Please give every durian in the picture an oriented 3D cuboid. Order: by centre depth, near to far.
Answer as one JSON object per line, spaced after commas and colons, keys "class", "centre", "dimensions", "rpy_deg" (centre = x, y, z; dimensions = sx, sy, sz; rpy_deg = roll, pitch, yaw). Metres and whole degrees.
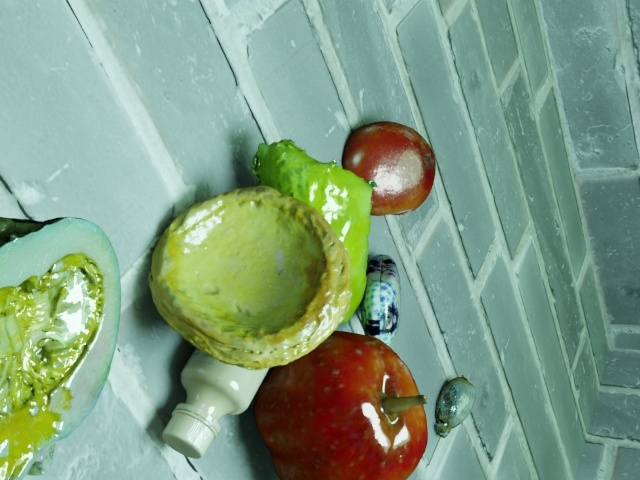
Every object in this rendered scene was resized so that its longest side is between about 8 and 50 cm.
{"class": "durian", "centre": [0.000, 0.000, 1.268], "dimensions": [0.256, 0.205, 0.339], "rpy_deg": [-13, 102, -67]}

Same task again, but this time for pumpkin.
{"class": "pumpkin", "centre": [-0.360, 0.104, 0.746], "dimensions": [0.293, 0.197, 0.263], "rpy_deg": [-40, 135, -57]}

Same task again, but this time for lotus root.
{"class": "lotus root", "centre": [0.332, 0.411, 1.865], "dimensions": [0.165, 0.088, 0.088], "rpy_deg": [-59, 136, -23]}

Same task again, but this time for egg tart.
{"class": "egg tart", "centre": [-0.096, 0.061, 1.085], "dimensions": [0.123, 0.294, 0.294], "rpy_deg": [87, 21, -59]}

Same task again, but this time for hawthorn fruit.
{"class": "hawthorn fruit", "centre": [0.055, 0.279, 1.217], "dimensions": [0.287, 0.330, 0.287], "rpy_deg": [14, 66, -33]}

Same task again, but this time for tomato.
{"class": "tomato", "centre": [0.160, -0.152, 1.555], "dimensions": [0.233, 0.140, 0.200], "rpy_deg": [-11, 93, -55]}

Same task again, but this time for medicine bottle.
{"class": "medicine bottle", "centre": [-0.146, 0.202, 1.125], "dimensions": [0.114, 0.114, 0.252], "rpy_deg": [60, 44, -37]}

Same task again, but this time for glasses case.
{"class": "glasses case", "centre": [0.117, 0.111, 1.451], "dimensions": [0.327, 0.076, 0.125], "rpy_deg": [-60, 152, -79]}

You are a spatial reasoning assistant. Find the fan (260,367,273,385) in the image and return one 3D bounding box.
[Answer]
{"class": "fan", "centre": [-0.072, 0.250, 1.329], "dimensions": [0.113, 0.005, 0.175], "rpy_deg": [-34, 118, -51]}
